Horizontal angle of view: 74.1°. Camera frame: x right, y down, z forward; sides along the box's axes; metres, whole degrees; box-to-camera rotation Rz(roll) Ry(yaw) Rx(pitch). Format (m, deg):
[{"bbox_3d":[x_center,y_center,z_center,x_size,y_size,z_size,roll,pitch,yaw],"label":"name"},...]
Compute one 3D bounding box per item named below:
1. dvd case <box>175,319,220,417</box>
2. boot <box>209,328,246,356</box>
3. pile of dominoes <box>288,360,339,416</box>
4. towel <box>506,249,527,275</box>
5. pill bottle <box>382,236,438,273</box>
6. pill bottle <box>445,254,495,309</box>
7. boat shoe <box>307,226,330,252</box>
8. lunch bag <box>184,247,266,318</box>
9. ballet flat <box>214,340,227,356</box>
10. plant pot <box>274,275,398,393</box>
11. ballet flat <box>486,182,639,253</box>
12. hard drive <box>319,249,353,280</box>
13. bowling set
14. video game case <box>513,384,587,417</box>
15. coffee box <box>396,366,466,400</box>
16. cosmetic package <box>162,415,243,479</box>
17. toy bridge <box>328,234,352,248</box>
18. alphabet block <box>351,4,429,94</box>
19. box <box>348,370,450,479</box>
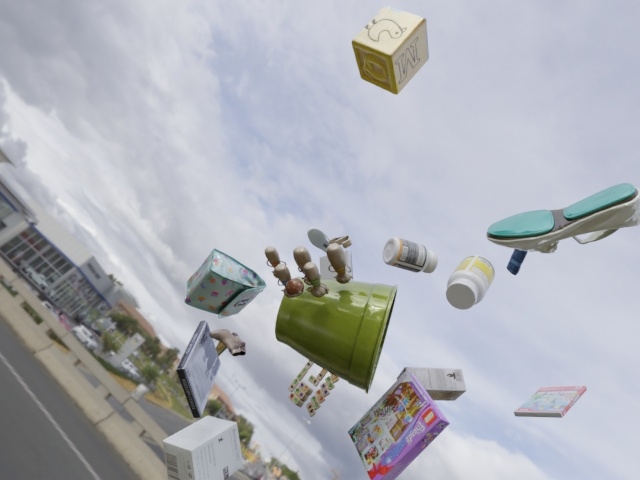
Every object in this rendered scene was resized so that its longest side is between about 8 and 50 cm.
[{"bbox_3d":[-0.366,0.385,1.296,0.029,0.239,0.180,-8,-68,5],"label":"dvd case"},{"bbox_3d":[-0.293,0.333,1.367,0.042,0.118,0.087,-56,-135,24],"label":"boot"},{"bbox_3d":[-0.026,0.575,1.764,0.195,0.251,0.040,24,-18,50],"label":"pile of dominoes"},{"bbox_3d":[0.811,0.079,1.754,0.029,0.067,0.120,9,-65,-11],"label":"towel"},{"bbox_3d":[0.498,0.088,2.350,0.278,0.162,0.162,16,-21,-18],"label":"pill bottle"},{"bbox_3d":[0.749,0.212,2.134,0.187,0.333,0.188,14,-64,30],"label":"pill bottle"},{"bbox_3d":[0.000,0.000,2.093,0.219,0.077,0.070,44,4,-40],"label":"boat shoe"},{"bbox_3d":[-0.381,0.193,1.720,0.262,0.160,0.223,31,-61,-28],"label":"lunch bag"},{"bbox_3d":[-0.479,0.503,1.857,0.073,0.232,0.080,40,-15,-2],"label":"ballet flat"},{"bbox_3d":[0.047,0.281,1.450,0.352,0.367,0.367,15,-35,14],"label":"plant pot"},{"bbox_3d":[0.682,-0.031,1.197,0.399,0.139,0.139,-21,-65,35],"label":"ballet flat"},{"bbox_3d":[0.089,0.228,2.315,0.210,0.319,0.040,-17,-21,39],"label":"hard drive"},{"bbox_3d":[-0.062,0.126,1.302,0.286,0.200,0.154,-1,-50,23],"label":"bowling set"},{"bbox_3d":[0.991,0.689,1.826,0.204,0.285,0.025,-26,-100,49],"label":"video game case"},{"bbox_3d":[0.459,0.601,1.773,0.246,0.098,0.141,3,-38,-4],"label":"coffee box"},{"bbox_3d":[-0.368,0.672,1.336,0.151,0.183,0.152,-6,-87,36],"label":"cosmetic package"},{"bbox_3d":[0.088,0.001,1.700,0.026,0.063,0.188,65,-13,-10],"label":"toy bridge"},{"bbox_3d":[0.258,-0.691,1.546,0.192,0.197,0.193,35,-10,30],"label":"alphabet block"},{"bbox_3d":[0.234,0.584,1.320,0.057,0.293,0.201,36,9,-32],"label":"box"}]
